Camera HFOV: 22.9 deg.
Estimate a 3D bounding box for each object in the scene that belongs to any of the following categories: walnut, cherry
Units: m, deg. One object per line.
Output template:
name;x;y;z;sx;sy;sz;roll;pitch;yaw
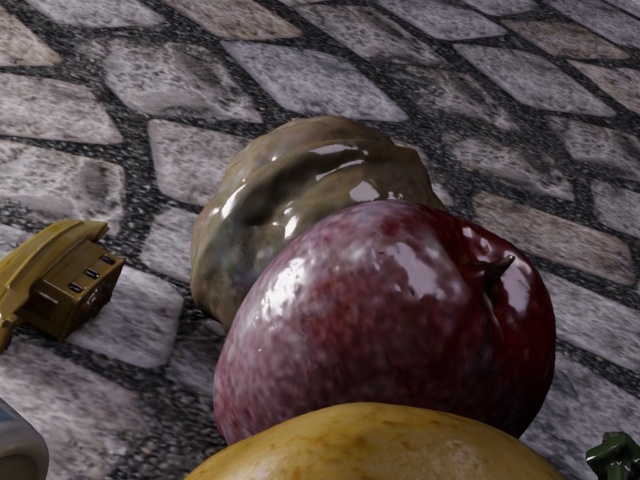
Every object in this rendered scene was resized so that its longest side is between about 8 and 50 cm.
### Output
walnut;0.000;0.000;1.319;0.224;0.224;0.224;17;25;-8
cherry;0.041;0.087;1.138;0.230;0.300;0.203;3;60;-54

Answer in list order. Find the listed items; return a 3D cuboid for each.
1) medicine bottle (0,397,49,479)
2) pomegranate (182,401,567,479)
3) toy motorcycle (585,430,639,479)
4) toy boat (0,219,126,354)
medicine bottle;-0.263;0.119;1.012;0.168;0.105;0.105;34;28;27
pomegranate;0.011;0.221;0.803;0.307;0.307;0.307;17;25;-8
toy motorcycle;0.176;0.235;1.016;0.205;0.275;0.127;50;29;-19
toy boat;-0.215;0.039;1.272;0.077;0.057;0.200;30;26;6
